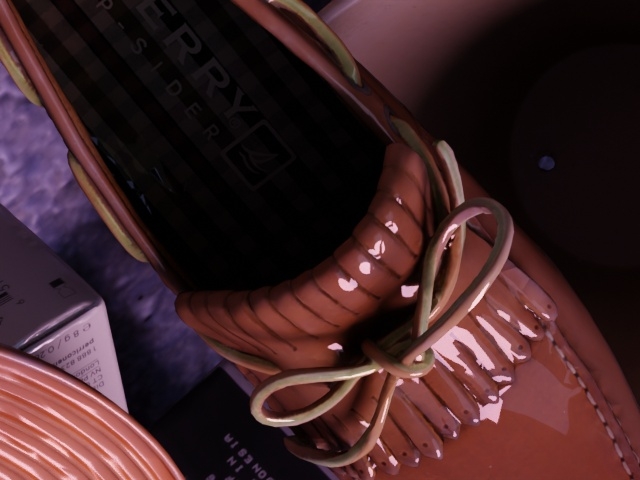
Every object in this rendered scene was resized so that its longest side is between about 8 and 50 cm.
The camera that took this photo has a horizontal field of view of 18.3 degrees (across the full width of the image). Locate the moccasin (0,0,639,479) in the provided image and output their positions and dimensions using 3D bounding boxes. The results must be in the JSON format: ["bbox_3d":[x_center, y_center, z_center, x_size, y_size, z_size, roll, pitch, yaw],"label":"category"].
[{"bbox_3d":[0.003,-0.002,0.766,0.139,0.147,0.380,-32,103,11],"label":"moccasin"}]

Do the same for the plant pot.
[{"bbox_3d":[0.120,-0.021,0.969,0.256,0.256,0.274,-66,167,18],"label":"plant pot"}]

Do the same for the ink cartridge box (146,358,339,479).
[{"bbox_3d":[0.014,0.195,1.001,0.069,0.176,0.371,-42,159,-11],"label":"ink cartridge box"}]

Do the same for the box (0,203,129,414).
[{"bbox_3d":[-0.143,0.116,0.905,0.094,0.113,0.275,-32,138,-25],"label":"box"}]

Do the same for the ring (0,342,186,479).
[{"bbox_3d":[-0.213,0.143,0.801,0.336,0.032,0.337,-7,134,-8],"label":"ring"}]
